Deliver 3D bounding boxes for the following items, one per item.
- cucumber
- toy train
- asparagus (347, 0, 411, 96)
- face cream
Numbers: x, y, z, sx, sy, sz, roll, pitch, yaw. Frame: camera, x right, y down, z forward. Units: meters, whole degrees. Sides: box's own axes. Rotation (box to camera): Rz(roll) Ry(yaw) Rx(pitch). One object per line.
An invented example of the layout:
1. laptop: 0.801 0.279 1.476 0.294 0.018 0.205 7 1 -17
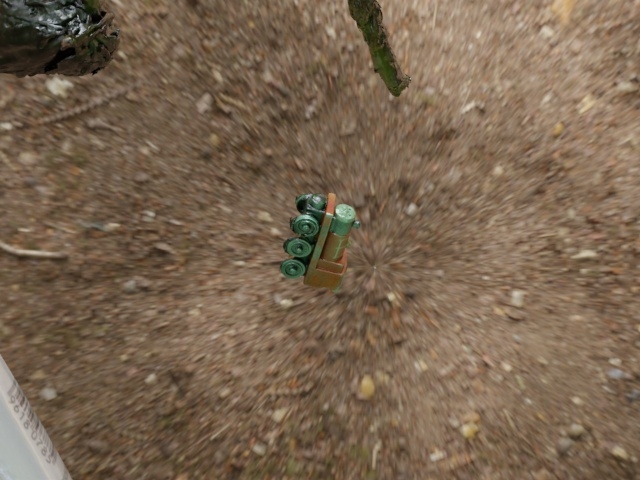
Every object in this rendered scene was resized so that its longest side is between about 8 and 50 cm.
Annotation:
1. cucumber: -0.124 -0.083 0.499 0.181 0.053 0.053 25 90 45
2. toy train: 0.000 0.000 1.377 0.064 0.044 0.103 14 132 -4
3. asparagus: 0.060 -0.222 1.591 0.036 0.165 0.030 -40 43 -14
4. face cream: -0.169 0.134 0.838 0.058 0.092 0.244 -33 109 -7
